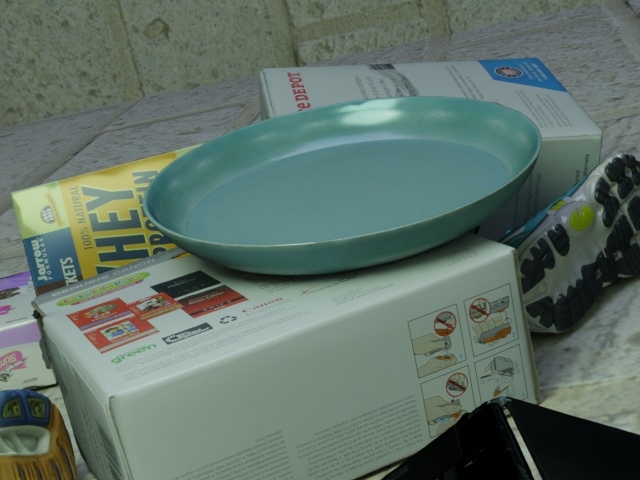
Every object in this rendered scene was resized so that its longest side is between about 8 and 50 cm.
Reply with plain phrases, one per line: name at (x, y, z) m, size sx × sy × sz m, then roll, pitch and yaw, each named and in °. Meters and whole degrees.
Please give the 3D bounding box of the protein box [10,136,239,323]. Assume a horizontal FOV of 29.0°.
protein box at (-0.165, 0.008, 1.182) m, size 0.201 × 0.136 × 0.200 m, roll -15°, pitch -7°, yaw -5°

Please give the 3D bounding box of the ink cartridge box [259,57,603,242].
ink cartridge box at (0.100, -0.088, 1.257) m, size 0.307 × 0.129 × 0.223 m, roll -3°, pitch 28°, yaw -7°

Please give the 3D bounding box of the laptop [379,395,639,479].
laptop at (0.112, 0.175, 0.650) m, size 0.264 × 0.136 × 0.234 m, roll -38°, pitch 1°, yaw 4°

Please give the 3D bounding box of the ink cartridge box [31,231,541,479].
ink cartridge box at (-0.039, 0.081, 0.953) m, size 0.309 × 0.130 × 0.272 m, roll -19°, pitch 19°, yaw -19°

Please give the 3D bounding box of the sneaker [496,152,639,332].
sneaker at (0.214, -0.002, 1.104) m, size 0.110 × 0.107 × 0.275 m, roll -10°, pitch 14°, yaw 47°

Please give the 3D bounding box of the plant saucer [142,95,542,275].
plant saucer at (0.018, -0.045, 0.987) m, size 0.317 × 0.044 × 0.317 m, roll -8°, pitch 23°, yaw 3°

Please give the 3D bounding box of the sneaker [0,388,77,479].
sneaker at (-0.289, 0.155, 0.829) m, size 0.131 × 0.112 × 0.296 m, roll -22°, pitch -24°, yaw 14°

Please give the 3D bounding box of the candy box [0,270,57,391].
candy box at (-0.346, 0.101, 1.241) m, size 0.164 × 0.070 × 0.196 m, roll -15°, pitch 16°, yaw -5°
